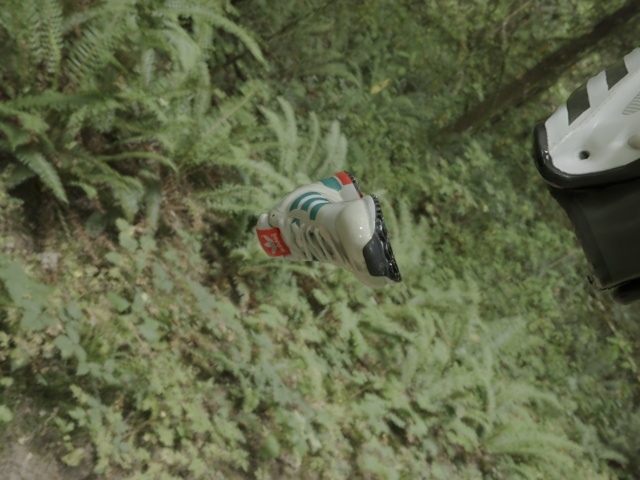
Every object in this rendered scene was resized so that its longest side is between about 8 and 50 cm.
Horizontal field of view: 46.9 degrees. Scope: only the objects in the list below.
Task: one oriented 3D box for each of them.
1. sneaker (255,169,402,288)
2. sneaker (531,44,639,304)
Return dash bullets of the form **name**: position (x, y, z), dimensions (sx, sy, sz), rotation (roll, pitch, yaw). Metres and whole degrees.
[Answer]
- **sneaker**: position (0.000, 0.000, 0.469), dimensions (0.161, 0.075, 0.057), rotation (-115, -174, -71)
- **sneaker**: position (0.259, -0.023, 0.305), dimensions (0.169, 0.257, 0.447), rotation (54, 1, -20)
